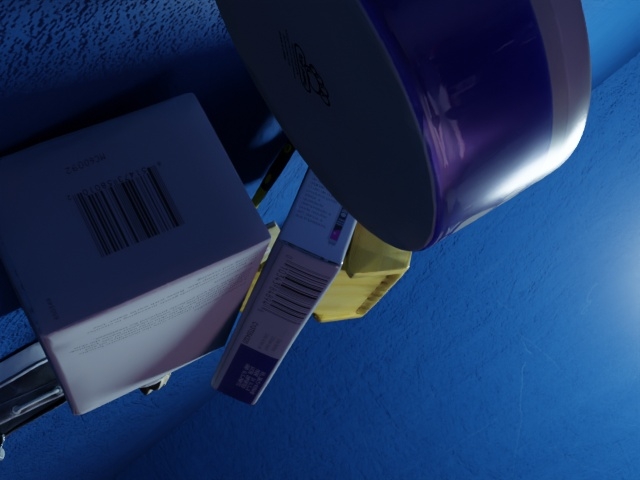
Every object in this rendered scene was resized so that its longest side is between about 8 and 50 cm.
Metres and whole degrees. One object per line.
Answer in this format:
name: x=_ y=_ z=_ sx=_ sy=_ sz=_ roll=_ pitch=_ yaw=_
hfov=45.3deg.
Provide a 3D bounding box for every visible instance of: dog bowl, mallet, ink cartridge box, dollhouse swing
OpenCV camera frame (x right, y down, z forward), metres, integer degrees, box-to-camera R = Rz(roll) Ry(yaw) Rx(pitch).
dog bowl: x=0.032 y=-0.128 z=0.470 sx=0.104 sy=0.265 sz=0.265 roll=-33 pitch=170 yaw=-11
mallet: x=-0.085 y=-0.072 z=1.028 sx=0.039 sy=0.062 sz=0.189 roll=-26 pitch=151 yaw=-52
ink cartridge box: x=-0.007 y=-0.021 z=0.863 sx=0.324 sy=0.071 sz=0.330 roll=118 pitch=-4 yaw=-53
dollhouse swing: x=0.000 y=0.000 z=1.570 sx=0.347 sy=0.305 sz=0.315 roll=118 pitch=-15 yaw=-67

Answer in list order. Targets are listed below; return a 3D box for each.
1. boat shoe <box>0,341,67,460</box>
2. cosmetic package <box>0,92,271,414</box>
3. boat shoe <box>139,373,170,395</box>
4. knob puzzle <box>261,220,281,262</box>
boat shoe: x=-0.456 y=0.253 z=1.005 sx=0.301 sy=0.102 sz=0.108 roll=-34 pitch=170 yaw=-20
cosmetic package: x=-0.188 y=0.039 z=0.745 sx=0.197 sy=0.155 sz=0.365 roll=-24 pitch=167 yaw=-22
boat shoe: x=-0.360 y=0.292 z=1.676 sx=0.059 sy=0.063 sz=0.170 roll=-34 pitch=180 yaw=-31
knob puzzle: x=-0.140 y=0.023 z=1.204 sx=0.213 sy=0.030 sz=0.213 roll=-24 pitch=167 yaw=-6
